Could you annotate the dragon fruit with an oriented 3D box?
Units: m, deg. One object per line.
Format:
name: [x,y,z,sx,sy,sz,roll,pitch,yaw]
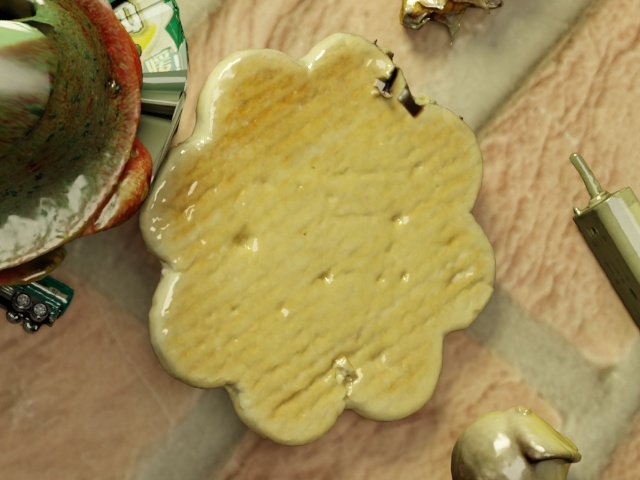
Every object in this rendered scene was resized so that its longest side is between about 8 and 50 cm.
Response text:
dragon fruit: [-0.251,-0.090,1.271,0.295,0.130,0.268,11,85,-5]

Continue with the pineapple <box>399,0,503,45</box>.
pineapple: [0.105,-0.230,1.554,0.137,0.069,0.116,-40,91,-10]

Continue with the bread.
bread: [0.000,0.000,1.473,0.316,0.054,0.316,-3,97,-28]

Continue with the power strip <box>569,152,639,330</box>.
power strip: [0.265,0.047,1.529,0.034,0.092,0.268,-30,88,-8]

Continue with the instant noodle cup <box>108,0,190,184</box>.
instant noodle cup: [-0.213,-0.104,1.428,0.240,0.178,0.240,1,82,-7]

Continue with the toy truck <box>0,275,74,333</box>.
toy truck: [-0.231,0.036,1.482,0.083,0.039,0.044,30,62,-5]

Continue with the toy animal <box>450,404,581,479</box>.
toy animal: [0.170,0.246,1.481,0.168,0.121,0.233,11,91,9]
